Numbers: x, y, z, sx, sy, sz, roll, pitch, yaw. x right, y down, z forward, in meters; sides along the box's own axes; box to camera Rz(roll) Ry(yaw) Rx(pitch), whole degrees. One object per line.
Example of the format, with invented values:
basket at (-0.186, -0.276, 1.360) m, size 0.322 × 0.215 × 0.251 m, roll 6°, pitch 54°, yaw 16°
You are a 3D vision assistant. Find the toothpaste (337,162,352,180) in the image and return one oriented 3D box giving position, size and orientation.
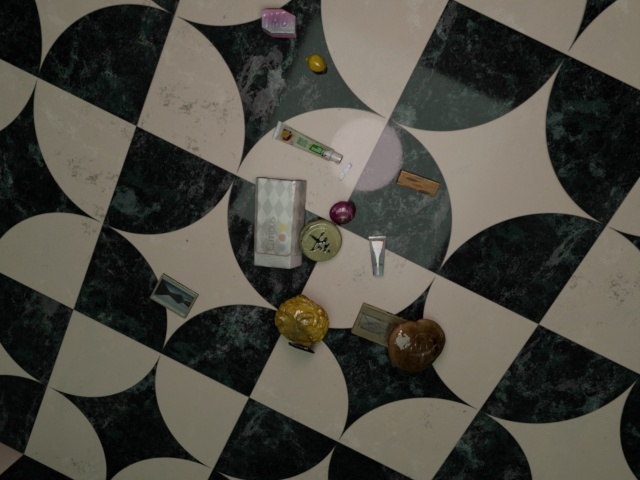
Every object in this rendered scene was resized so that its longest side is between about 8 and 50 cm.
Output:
toothpaste at (0.106, -0.296, 1.751) m, size 0.020 × 0.017 × 0.083 m, roll 35°, pitch 104°, yaw -2°

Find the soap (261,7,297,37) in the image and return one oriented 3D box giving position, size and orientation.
soap at (-0.171, -0.879, 1.638) m, size 0.149 × 0.056 × 0.099 m, roll 5°, pitch 100°, yaw 6°

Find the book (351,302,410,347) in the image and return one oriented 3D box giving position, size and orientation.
book at (0.276, 0.400, 1.877) m, size 0.231 × 0.026 × 0.161 m, roll 21°, pitch 104°, yaw 2°

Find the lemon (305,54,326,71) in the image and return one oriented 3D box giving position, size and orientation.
lemon at (-0.019, -0.722, 1.649) m, size 0.093 × 0.065 × 0.065 m, roll 29°, pitch 104°, yaw 6°

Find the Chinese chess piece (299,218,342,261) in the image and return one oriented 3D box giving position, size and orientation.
Chinese chess piece at (0.000, 0.000, 1.779) m, size 0.189 × 0.083 × 0.188 m, roll -1°, pitch 105°, yaw -4°

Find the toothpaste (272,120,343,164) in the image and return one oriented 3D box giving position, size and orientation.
toothpaste at (-0.053, -0.411, 1.732) m, size 0.315 × 0.056 × 0.058 m, roll 25°, pitch 64°, yaw 4°

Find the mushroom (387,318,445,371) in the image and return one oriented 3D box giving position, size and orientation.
mushroom at (0.427, 0.463, 1.802) m, size 0.279 × 0.146 × 0.277 m, roll -5°, pitch 109°, yaw -14°

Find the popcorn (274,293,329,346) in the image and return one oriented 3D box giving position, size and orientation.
popcorn at (-0.087, 0.358, 1.837) m, size 0.251 × 0.190 × 0.249 m, roll 4°, pitch 115°, yaw 10°

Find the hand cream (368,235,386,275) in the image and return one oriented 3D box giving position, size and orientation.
hand cream at (0.256, 0.068, 1.803) m, size 0.076 × 0.047 × 0.174 m, roll -2°, pitch 93°, yaw 8°

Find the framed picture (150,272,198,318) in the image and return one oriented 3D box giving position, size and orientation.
framed picture at (-0.713, 0.272, 1.976) m, size 0.203 × 0.015 × 0.150 m, roll 32°, pitch 104°, yaw -1°

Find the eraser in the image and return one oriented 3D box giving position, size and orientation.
eraser at (-0.181, -0.077, 1.800) m, size 0.214 × 0.082 × 0.395 m, roll 6°, pitch 103°, yaw 7°

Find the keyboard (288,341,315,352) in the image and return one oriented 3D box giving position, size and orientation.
keyboard at (-0.083, 0.484, 1.832) m, size 0.107 × 0.262 × 0.016 m, roll 14°, pitch 73°, yaw 9°

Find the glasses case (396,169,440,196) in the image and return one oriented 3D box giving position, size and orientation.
glasses case at (0.412, -0.244, 1.713) m, size 0.170 × 0.041 × 0.064 m, roll 19°, pitch 115°, yaw 2°

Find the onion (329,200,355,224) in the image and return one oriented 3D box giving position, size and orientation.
onion at (0.093, -0.123, 1.756) m, size 0.115 × 0.115 × 0.104 m, roll -15°, pitch 56°, yaw 10°
